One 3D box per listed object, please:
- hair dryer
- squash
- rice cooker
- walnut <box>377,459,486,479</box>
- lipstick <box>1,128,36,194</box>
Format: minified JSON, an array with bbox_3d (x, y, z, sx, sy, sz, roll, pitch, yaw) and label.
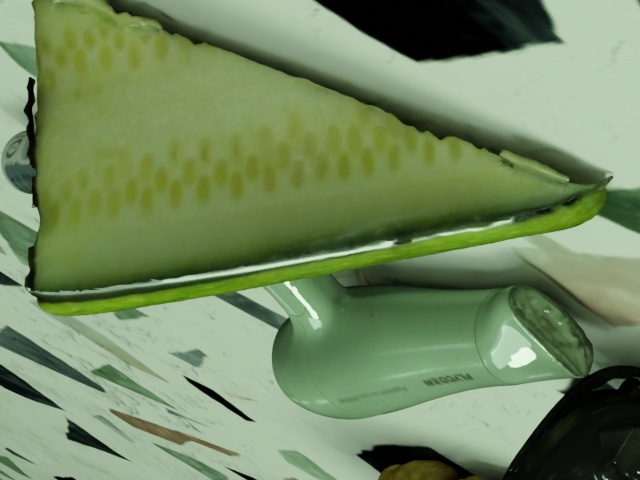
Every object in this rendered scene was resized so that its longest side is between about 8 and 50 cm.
[{"bbox_3d":[0.000,0.000,0.918,0.237,0.075,0.206,45,151,-20],"label":"hair dryer"},{"bbox_3d":[-0.002,-0.049,0.819,0.252,0.169,0.093,-10,152,8],"label":"squash"},{"bbox_3d":[0.142,0.147,0.901,0.112,0.165,0.106,29,-170,-2],"label":"rice cooker"},{"bbox_3d":[0.110,0.272,1.265,0.222,0.244,0.269,-1,167,-42],"label":"walnut"},{"bbox_3d":[-0.134,-0.046,0.997,0.040,0.040,0.141,39,159,-28],"label":"lipstick"}]
